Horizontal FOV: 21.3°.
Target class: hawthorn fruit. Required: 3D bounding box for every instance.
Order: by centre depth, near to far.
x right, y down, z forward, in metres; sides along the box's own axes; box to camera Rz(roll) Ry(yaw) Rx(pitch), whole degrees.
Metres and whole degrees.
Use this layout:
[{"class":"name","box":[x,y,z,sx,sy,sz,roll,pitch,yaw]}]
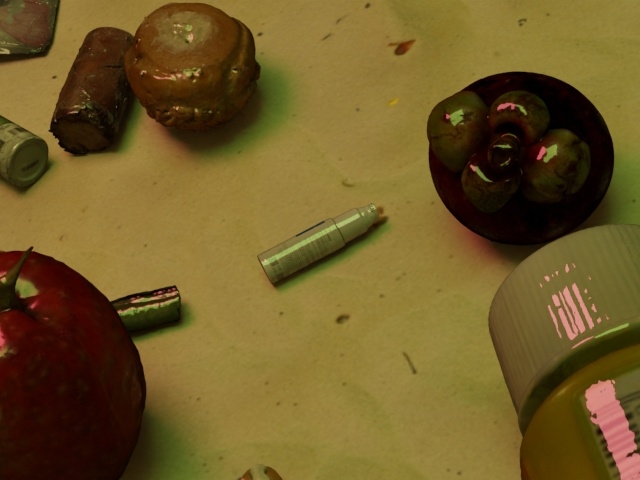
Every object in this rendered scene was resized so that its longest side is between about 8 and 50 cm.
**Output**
[{"class":"hawthorn fruit","box":[-0.288,0.137,1.568,0.258,0.262,0.258,-12,61,22]}]

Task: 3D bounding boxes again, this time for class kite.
[{"class":"kite","box":[-0.386,-0.362,2.145,0.204,0.022,0.360,11,55,11]}]

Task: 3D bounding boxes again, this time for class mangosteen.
[{"class":"mangosteen","box":[0.186,-0.082,1.625,0.200,0.200,0.200,-9,50,11]}]

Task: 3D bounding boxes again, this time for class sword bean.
[{"class":"sword bean","box":[-0.270,0.096,1.723,0.269,0.038,0.043,-15,5,-3]}]

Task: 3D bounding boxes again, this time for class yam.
[{"class":"yam","box":[-0.253,-0.169,1.925,0.079,0.079,0.141,-1,51,18]}]

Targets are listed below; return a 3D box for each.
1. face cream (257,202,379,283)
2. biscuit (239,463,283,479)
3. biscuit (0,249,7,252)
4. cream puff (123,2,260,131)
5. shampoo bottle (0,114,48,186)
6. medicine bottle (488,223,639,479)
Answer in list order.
[{"class":"face cream","box":[0.000,0.000,1.725,0.130,0.034,0.034,-28,49,-4]},{"class":"biscuit","box":[-0.136,0.291,1.535,0.240,0.035,0.158,-20,46,2]},{"class":"biscuit","box":[-0.411,0.100,1.782,0.165,0.036,0.250,29,65,34]},{"class":"cream puff","box":[-0.141,-0.184,1.870,0.150,0.115,0.165,2,43,12]},{"class":"shampoo bottle","box":[-0.399,-0.126,1.944,0.204,0.065,0.065,28,65,35]},{"class":"medicine bottle","box":[0.274,0.185,1.355,0.224,0.224,0.384,-19,49,2]}]
